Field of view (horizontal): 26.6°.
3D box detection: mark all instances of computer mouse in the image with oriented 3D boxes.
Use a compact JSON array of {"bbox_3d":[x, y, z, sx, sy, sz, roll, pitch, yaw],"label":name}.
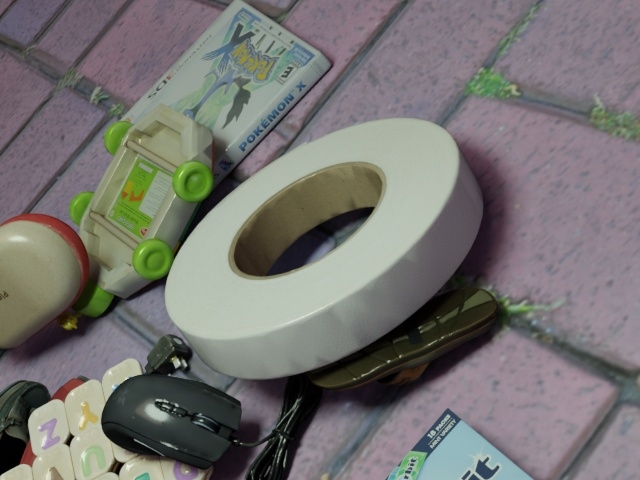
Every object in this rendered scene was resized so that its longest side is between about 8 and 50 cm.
[{"bbox_3d":[-0.129,0.175,1.544,0.262,0.060,0.184,17,65,31],"label":"computer mouse"}]

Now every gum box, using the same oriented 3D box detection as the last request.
[{"bbox_3d":[0.127,0.264,1.269,0.157,0.041,0.184,-49,36,-4],"label":"gum box"}]

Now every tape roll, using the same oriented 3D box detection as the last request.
[{"bbox_3d":[0.000,0.000,1.568,0.392,0.072,0.392,-25,29,15],"label":"tape roll"}]

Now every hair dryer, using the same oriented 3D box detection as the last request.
[{"bbox_3d":[-0.278,0.249,1.673,0.293,0.080,0.223,-35,37,16],"label":"hair dryer"}]

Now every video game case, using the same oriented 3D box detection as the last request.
[{"bbox_3d":[-0.160,-0.214,2.052,0.300,0.036,0.329,-46,35,0],"label":"video game case"}]

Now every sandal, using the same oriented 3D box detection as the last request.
[{"bbox_3d":[0.090,0.115,1.451,0.219,0.060,0.090,-22,38,7],"label":"sandal"}]

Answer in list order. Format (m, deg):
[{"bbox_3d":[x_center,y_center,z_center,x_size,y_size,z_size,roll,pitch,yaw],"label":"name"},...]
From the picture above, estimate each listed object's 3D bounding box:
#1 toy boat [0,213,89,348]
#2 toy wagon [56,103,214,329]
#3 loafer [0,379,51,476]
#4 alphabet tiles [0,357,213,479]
[{"bbox_3d":[-0.413,0.039,1.908,0.231,0.151,0.151,-33,17,36],"label":"toy boat"},{"bbox_3d":[-0.272,-0.025,1.921,0.267,0.068,0.344,30,94,55],"label":"toy wagon"},{"bbox_3d":[-0.406,0.285,1.743,0.084,0.096,0.267,-10,35,32],"label":"loafer"},{"bbox_3d":[-0.261,0.282,1.601,0.284,0.021,0.278,-28,53,12],"label":"alphabet tiles"}]
